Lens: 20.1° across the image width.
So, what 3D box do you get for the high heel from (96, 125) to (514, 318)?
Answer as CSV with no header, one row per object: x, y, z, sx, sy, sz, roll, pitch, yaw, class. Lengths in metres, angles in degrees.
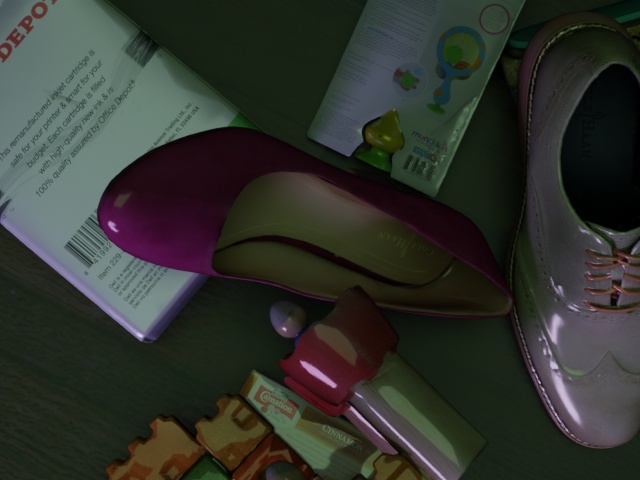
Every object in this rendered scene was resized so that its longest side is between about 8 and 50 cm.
0.000,0.000,1.476,0.181,0.377,0.127,38,117,36,high heel

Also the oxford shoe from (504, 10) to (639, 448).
0.233,0.012,1.550,0.140,0.146,0.397,-9,108,-1,oxford shoe

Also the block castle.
-0.095,0.239,1.424,0.213,0.303,0.453,44,85,5,block castle

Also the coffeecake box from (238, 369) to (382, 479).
-0.042,0.229,1.610,0.142,0.068,0.185,29,86,3,coffeecake box

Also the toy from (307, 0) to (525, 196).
0.099,-0.173,1.644,0.137,0.056,0.237,27,94,17,toy

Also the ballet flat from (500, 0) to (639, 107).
0.335,-0.185,1.635,0.348,0.123,0.123,-20,86,-3,ballet flat

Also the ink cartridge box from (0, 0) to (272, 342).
-0.196,-0.080,1.606,0.289,0.121,0.211,41,87,2,ink cartridge box
